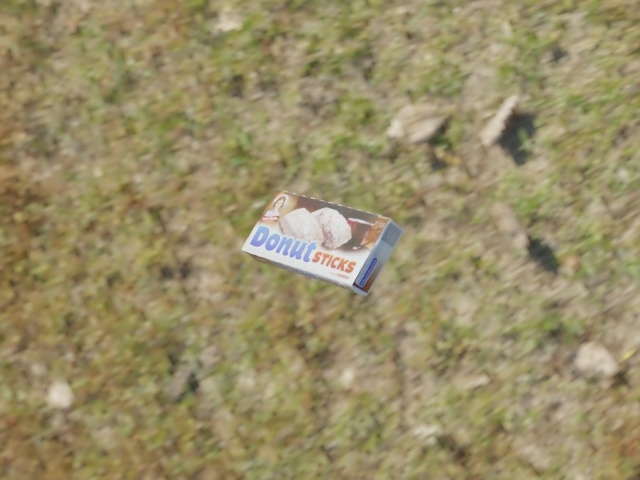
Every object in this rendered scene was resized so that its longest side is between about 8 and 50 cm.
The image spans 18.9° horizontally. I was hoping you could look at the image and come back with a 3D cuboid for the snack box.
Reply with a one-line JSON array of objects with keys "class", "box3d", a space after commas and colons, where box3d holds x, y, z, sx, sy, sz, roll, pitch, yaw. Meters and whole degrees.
[{"class": "snack box", "box3d": [0.000, 0.000, 1.609, 0.178, 0.022, 0.064, 16, 74, 57]}]
